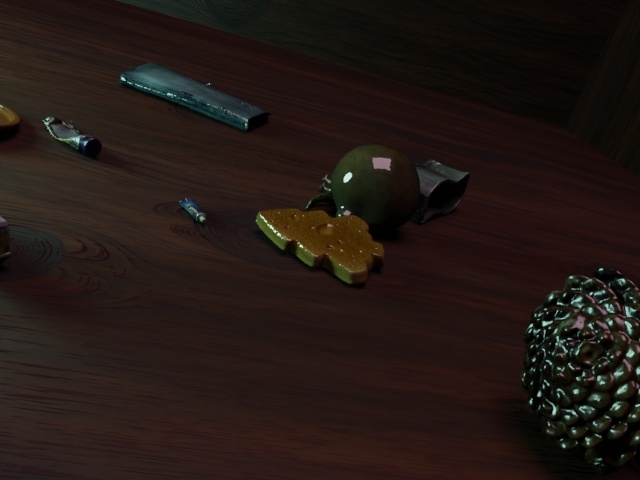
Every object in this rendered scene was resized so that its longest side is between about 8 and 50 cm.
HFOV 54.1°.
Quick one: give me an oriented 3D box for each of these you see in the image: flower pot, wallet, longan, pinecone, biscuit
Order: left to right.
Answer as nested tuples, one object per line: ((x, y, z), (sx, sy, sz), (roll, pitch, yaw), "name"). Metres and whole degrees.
((-0.331, -0.389, 1.686), (0.378, 0.046, 0.191), (22, 26, 7), "wallet")
((0.000, 0.000, 1.105), (0.238, 0.041, 0.212), (17, 30, -4), "biscuit")
((0.104, -0.098, 1.254), (0.184, 0.159, 0.204), (38, 66, 14), "longan")
((0.250, -0.122, 1.458), (0.108, 0.103, 0.229), (29, 27, 25), "flower pot")
((0.398, 0.172, 0.797), (0.292, 0.246, 0.246), (17, 21, -36), "pinecone")

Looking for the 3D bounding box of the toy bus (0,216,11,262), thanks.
((-0.462, -0.028, 0.804), (0.172, 0.072, 0.057), (32, 32, 29), "toy bus")

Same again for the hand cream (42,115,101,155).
((-0.475, -0.202, 1.212), (0.062, 0.039, 0.163), (-10, 31, -44), "hand cream")

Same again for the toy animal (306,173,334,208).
((0.018, -0.107, 1.347), (0.075, 0.041, 0.216), (35, 33, 29), "toy animal")

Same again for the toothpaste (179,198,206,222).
((-0.218, -0.052, 1.087), (0.027, 0.019, 0.083), (-24, 41, -23), "toothpaste")

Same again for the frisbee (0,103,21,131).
((-0.678, -0.246, 1.132), (0.250, 0.021, 0.251), (20, 15, -5), "frisbee")
